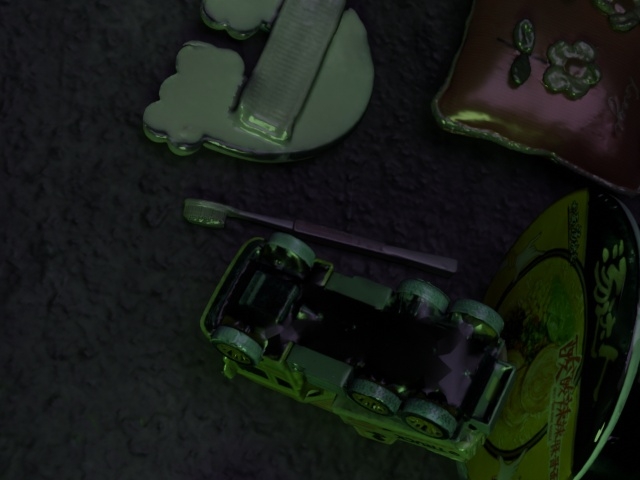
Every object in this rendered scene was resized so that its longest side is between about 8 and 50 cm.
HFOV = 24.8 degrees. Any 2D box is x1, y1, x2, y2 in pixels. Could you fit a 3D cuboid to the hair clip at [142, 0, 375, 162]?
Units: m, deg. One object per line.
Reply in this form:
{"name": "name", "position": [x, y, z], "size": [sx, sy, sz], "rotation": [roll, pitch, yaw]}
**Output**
{"name": "hair clip", "position": [-0.022, -0.139, 1.025], "size": [0.140, 0.054, 0.220], "rotation": [26, 69, -9]}

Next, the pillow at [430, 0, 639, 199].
{"name": "pillow", "position": [0.177, -0.136, 1.060], "size": [0.171, 0.075, 0.179], "rotation": [20, 67, -8]}

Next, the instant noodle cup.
{"name": "instant noodle cup", "position": [0.233, 0.101, 0.930], "size": [0.236, 0.215, 0.215], "rotation": [19, 66, -18]}

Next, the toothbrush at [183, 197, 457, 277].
{"name": "toothbrush", "position": [0.000, -0.002, 0.998], "size": [0.194, 0.014, 0.017], "rotation": [12, 68, -11]}

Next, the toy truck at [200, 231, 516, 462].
{"name": "toy truck", "position": [0.029, 0.075, 0.913], "size": [0.191, 0.116, 0.085], "rotation": [19, 66, 19]}
